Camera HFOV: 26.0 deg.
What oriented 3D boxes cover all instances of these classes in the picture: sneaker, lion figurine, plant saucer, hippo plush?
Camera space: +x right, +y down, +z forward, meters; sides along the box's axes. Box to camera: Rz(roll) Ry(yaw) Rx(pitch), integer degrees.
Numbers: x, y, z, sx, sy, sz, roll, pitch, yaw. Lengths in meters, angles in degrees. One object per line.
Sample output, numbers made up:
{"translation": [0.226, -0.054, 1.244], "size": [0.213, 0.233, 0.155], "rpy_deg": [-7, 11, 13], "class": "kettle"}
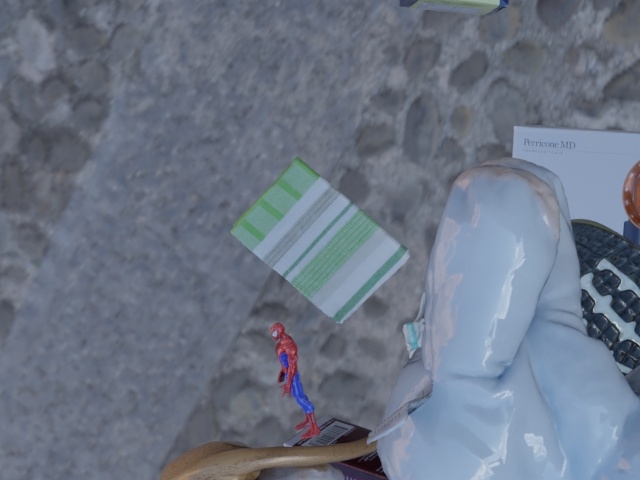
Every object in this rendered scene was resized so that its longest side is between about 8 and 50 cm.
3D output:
{"translation": [0.387, 0.105, 1.661], "size": [0.158, 0.182, 0.410], "rpy_deg": [-39, 116, 15], "class": "sneaker"}
{"translation": [-0.107, 0.254, 1.105], "size": [0.240, 0.142, 0.392], "rpy_deg": [17, 115, -32], "class": "lion figurine"}
{"translation": [0.349, -0.048, 1.420], "size": [0.083, 0.013, 0.083], "rpy_deg": [-5, 83, 41], "class": "plant saucer"}
{"translation": [0.167, 0.089, 0.830], "size": [0.237, 0.294, 0.234], "rpy_deg": [17, 109, 7], "class": "hippo plush"}
{"translation": [0.149, 0.164, 2.017], "size": [0.080, 0.212, 0.094], "rpy_deg": [-21, 121, 29], "class": "sneaker"}

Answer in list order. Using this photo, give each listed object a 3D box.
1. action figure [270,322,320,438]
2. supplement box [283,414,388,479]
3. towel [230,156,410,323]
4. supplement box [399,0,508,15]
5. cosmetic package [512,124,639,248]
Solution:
{"translation": [-0.027, 0.130, 1.302], "size": [0.030, 0.038, 0.115], "rpy_deg": [-14, 108, -6], "class": "action figure"}
{"translation": [0.081, 0.265, 1.328], "size": [0.239, 0.073, 0.130], "rpy_deg": [14, 117, 36], "class": "supplement box"}
{"translation": [0.000, 0.000, 1.395], "size": [0.152, 0.023, 0.113], "rpy_deg": [41, 112, -8], "class": "towel"}
{"translation": [0.115, -0.239, 1.175], "size": [0.083, 0.056, 0.083], "rpy_deg": [4, 89, -9], "class": "supplement box"}
{"translation": [0.464, -0.019, 2.038], "size": [0.377, 0.097, 0.284], "rpy_deg": [6, 96, 31], "class": "cosmetic package"}
